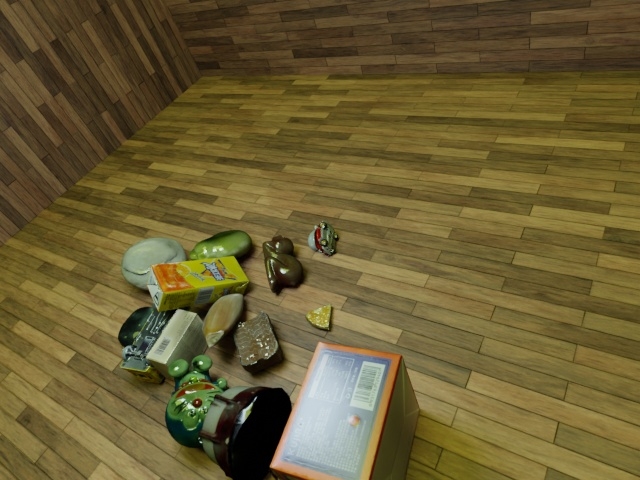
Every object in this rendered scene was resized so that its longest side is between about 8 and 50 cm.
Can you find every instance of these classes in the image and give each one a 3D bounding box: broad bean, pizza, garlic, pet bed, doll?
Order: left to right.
[{"bbox_3d":[-0.738,0.361,1.864,0.202,0.053,0.201,-12,42,12],"label":"pet bed"},{"bbox_3d":[-0.394,0.527,1.460,0.199,0.185,0.322,-7,27,-13],"label":"doll"},{"bbox_3d":[-0.368,0.292,1.686,0.143,0.112,0.318,-31,20,14],"label":"garlic"},{"bbox_3d":[-0.428,0.032,1.969,0.238,0.118,0.291,-3,17,37],"label":"broad bean"},{"bbox_3d":[0.012,0.276,1.655,0.123,0.026,0.109,23,56,41],"label":"pizza"}]

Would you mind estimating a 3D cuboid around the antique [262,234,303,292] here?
[{"bbox_3d":[-0.155,0.084,1.850,0.144,0.121,0.256,-19,44,0],"label":"antique"}]

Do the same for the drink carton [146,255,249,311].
[{"bbox_3d":[-0.471,0.159,1.757,0.352,0.111,0.154,-6,46,-40],"label":"drink carton"}]

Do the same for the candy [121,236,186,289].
[{"bbox_3d":[-0.744,0.105,2.031,0.296,0.185,0.295,0,45,0],"label":"candy"}]

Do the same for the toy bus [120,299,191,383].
[{"bbox_3d":[-0.601,0.365,1.729,0.144,0.152,0.330,1,48,25],"label":"toy bus"}]

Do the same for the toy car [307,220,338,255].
[{"bbox_3d":[0.000,0.000,1.892,0.112,0.112,0.139,-17,50,28],"label":"toy car"}]

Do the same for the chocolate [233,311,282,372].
[{"bbox_3d":[-0.219,0.368,1.609,0.149,0.093,0.214,-26,42,-1],"label":"chocolate"}]

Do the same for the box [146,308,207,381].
[{"bbox_3d":[-0.506,0.387,1.654,0.095,0.168,0.211,7,50,25],"label":"box"}]

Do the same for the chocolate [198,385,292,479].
[{"bbox_3d":[-0.229,0.543,1.311,0.186,0.283,0.283,8,51,29],"label":"chocolate"}]

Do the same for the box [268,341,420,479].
[{"bbox_3d":[0.081,0.503,1.181,0.257,0.318,0.348,4,49,25],"label":"box"}]
